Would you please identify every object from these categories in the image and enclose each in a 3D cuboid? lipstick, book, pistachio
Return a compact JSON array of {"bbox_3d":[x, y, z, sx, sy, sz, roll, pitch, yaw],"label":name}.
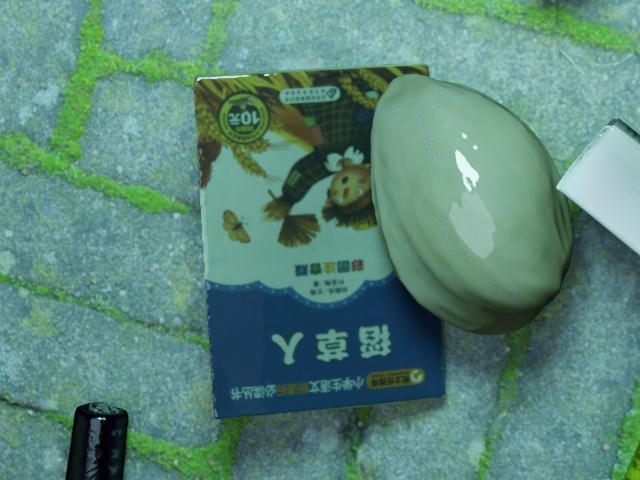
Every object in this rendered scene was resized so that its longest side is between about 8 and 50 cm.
[{"bbox_3d":[-0.312,0.368,1.874,0.081,0.081,0.300,9,98,12],"label":"lipstick"},{"bbox_3d":[0.000,0.000,1.720,0.300,0.039,0.428,-5,97,-11],"label":"book"},{"bbox_3d":[0.172,-0.048,1.640,0.226,0.208,0.332,-23,92,10],"label":"pistachio"}]

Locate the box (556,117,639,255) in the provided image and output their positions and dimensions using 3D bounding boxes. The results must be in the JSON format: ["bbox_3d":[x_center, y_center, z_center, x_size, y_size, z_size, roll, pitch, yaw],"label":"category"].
[{"bbox_3d":[0.403,-0.028,1.591,0.251,0.203,0.106,41,106,5],"label":"box"}]

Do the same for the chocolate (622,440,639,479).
[{"bbox_3d":[0.445,0.247,1.576,0.137,0.301,0.289,25,102,23],"label":"chocolate"}]
